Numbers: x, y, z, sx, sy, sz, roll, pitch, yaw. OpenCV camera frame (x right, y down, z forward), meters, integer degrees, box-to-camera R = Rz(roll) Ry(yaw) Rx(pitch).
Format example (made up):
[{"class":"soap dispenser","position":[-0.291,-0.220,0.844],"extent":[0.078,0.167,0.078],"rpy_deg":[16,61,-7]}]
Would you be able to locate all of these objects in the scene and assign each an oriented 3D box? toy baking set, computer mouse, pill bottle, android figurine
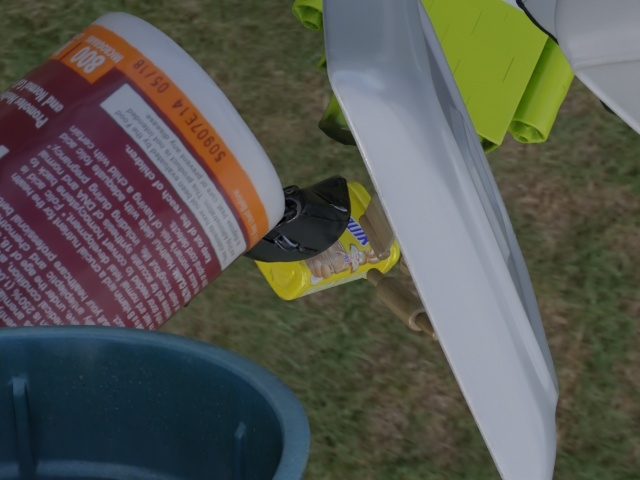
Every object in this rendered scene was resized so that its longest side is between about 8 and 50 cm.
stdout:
[{"class":"toy baking set","position":[0.093,0.003,1.536],"extent":[0.030,0.256,0.196],"rpy_deg":[-13,121,-20]},{"class":"computer mouse","position":[-0.057,0.012,1.420],"extent":[0.184,0.262,0.060],"rpy_deg":[-34,87,14]},{"class":"pill bottle","position":[-0.240,0.021,1.159],"extent":[0.392,0.224,0.224],"rpy_deg":[-42,111,-14]},{"class":"android figurine","position":[0.106,-0.186,1.261],"extent":[0.248,0.056,0.273],"rpy_deg":[25,74,-8]}]

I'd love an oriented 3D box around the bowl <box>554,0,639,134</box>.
[{"class":"bowl","position":[0.186,-0.081,0.713],"extent":[0.142,0.142,0.053],"rpy_deg":[37,76,-25]}]

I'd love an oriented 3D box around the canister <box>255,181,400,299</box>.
[{"class":"canister","position":[0.000,0.000,1.793],"extent":[0.170,0.073,0.126],"rpy_deg":[-16,66,-46]}]

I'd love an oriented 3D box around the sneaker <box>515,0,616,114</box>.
[{"class":"sneaker","position":[0.209,-0.200,0.929],"extent":[0.127,0.182,0.315],"rpy_deg":[-38,132,-47]}]

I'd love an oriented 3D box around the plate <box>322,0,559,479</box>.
[{"class":"plate","position":[0.072,-0.027,0.828],"extent":[0.045,0.278,0.277],"rpy_deg":[-21,114,10]}]

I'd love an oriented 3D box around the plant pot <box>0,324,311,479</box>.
[{"class":"plant pot","position":[-0.167,0.259,0.762],"extent":[0.341,0.341,0.334],"rpy_deg":[-11,111,-23]}]
